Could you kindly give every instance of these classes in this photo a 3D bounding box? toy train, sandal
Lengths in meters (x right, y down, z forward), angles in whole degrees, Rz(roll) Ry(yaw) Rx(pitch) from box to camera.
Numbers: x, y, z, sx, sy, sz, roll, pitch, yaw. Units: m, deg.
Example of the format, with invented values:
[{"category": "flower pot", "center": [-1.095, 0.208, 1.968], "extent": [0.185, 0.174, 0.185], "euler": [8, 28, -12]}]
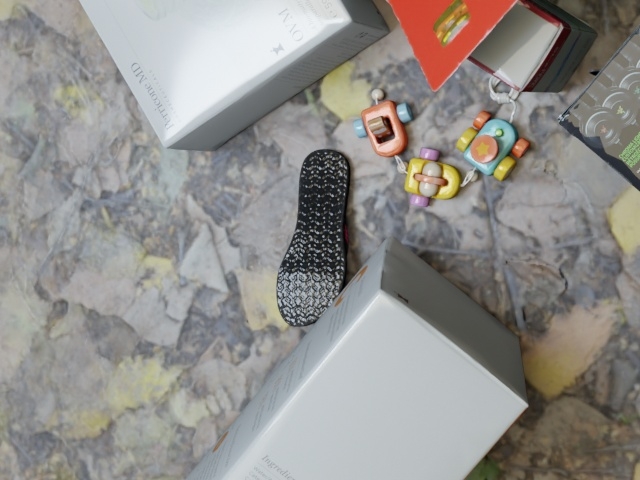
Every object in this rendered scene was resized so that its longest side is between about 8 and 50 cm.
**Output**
[{"category": "toy train", "center": [0.114, -0.100, 1.662], "extent": [0.166, 0.046, 0.125], "euler": [-15, 88, 18]}, {"category": "sandal", "center": [0.000, 0.000, 1.710], "extent": [0.067, 0.040, 0.179], "euler": [7, 80, 12]}]

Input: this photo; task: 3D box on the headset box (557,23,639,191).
[{"category": "headset box", "center": [0.351, -0.068, 1.483], "extent": [0.283, 0.246, 0.131], "euler": [42, 103, 11]}]

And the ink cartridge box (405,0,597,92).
[{"category": "ink cartridge box", "center": [0.169, -0.195, 1.575], "extent": [0.127, 0.175, 0.072], "euler": [34, 104, 14]}]

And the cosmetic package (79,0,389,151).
[{"category": "cosmetic package", "center": [-0.096, -0.238, 1.677], "extent": [0.224, 0.138, 0.224], "euler": [-33, 82, 17]}]

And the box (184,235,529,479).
[{"category": "box", "center": [0.016, 0.195, 1.597], "extent": [0.168, 0.215, 0.345], "euler": [38, 103, -5]}]

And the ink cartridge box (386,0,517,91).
[{"category": "ink cartridge box", "center": [0.099, -0.364, 1.482], "extent": [0.308, 0.091, 0.385], "euler": [-49, 42, 27]}]
